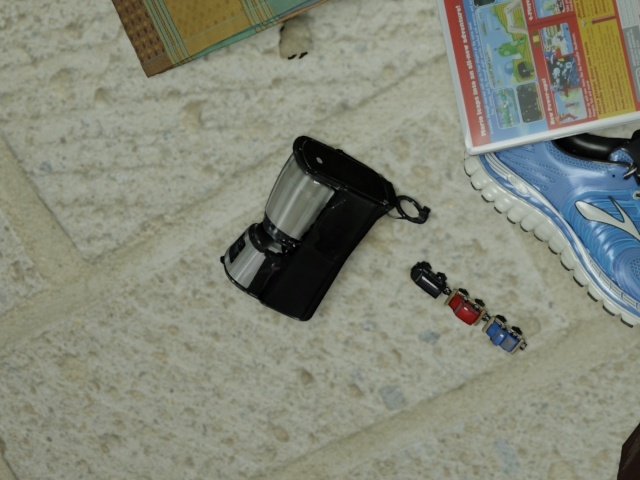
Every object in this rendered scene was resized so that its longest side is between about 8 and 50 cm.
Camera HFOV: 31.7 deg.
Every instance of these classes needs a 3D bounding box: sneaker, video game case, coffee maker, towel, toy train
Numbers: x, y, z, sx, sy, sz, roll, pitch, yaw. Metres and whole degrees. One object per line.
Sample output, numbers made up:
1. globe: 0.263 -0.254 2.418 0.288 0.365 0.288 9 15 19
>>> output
1. sneaker: 0.309 -0.028 1.156 0.330 0.130 0.147 40 118 3
2. video game case: 0.266 -0.211 1.112 0.285 0.025 0.204 -11 86 12
3. coffee maker: 0.000 0.000 1.276 0.171 0.120 0.178 35 115 5
4. towel: -0.127 -0.340 1.181 0.370 0.040 0.271 -13 104 48
5. toy train: 0.169 0.078 1.288 0.158 0.036 0.027 36 115 5

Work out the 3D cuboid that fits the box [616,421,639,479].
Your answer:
1. box: 0.419 0.244 1.165 0.168 0.203 0.167 33 115 7
